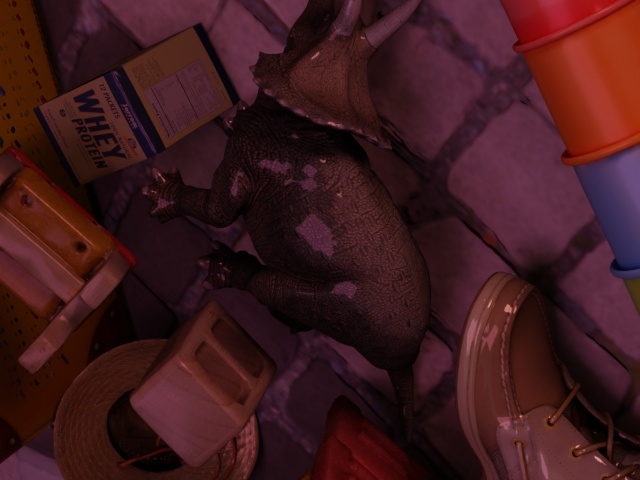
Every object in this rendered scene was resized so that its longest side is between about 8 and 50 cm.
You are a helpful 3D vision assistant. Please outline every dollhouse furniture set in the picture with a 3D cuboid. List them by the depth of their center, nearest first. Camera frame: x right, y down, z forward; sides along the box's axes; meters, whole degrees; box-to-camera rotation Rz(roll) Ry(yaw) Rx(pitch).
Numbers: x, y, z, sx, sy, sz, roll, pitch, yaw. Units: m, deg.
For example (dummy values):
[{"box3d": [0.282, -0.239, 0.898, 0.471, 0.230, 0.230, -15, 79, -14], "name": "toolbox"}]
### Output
[{"box3d": [-0.105, 0.134, 1.021, 0.374, 0.152, 0.201, 43, 104, -4], "name": "dollhouse furniture set"}]

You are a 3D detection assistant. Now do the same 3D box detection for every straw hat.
[{"box3d": [-0.118, 0.127, 1.177, 0.061, 0.144, 0.144, -131, 22, -70], "name": "straw hat"}]

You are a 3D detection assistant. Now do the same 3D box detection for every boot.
[{"box3d": [0.165, 0.119, 0.943, 0.165, 0.077, 0.213, 11, 127, 34], "name": "boot"}]

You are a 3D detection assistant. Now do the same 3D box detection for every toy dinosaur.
[{"box3d": [0.000, 0.000, 0.972, 0.160, 0.121, 0.314, 6, 116, 51], "name": "toy dinosaur"}]

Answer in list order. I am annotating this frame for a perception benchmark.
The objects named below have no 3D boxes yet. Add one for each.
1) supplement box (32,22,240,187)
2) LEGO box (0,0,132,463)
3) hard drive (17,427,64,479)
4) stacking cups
[{"box3d": [-0.112, -0.082, 1.033, 0.083, 0.083, 0.056, -18, 104, 43], "name": "supplement box"}, {"box3d": [-0.377, -0.107, 1.152, 0.372, 0.193, 0.500, 6, 120, 36], "name": "LEGO box"}, {"box3d": [-0.092, 0.276, 1.272, 0.307, 0.040, 0.203, 18, 126, 29], "name": "hard drive"}, {"box3d": [0.164, -0.025, 0.845, 0.096, 0.096, 0.316, -23, 99, 44], "name": "stacking cups"}]
